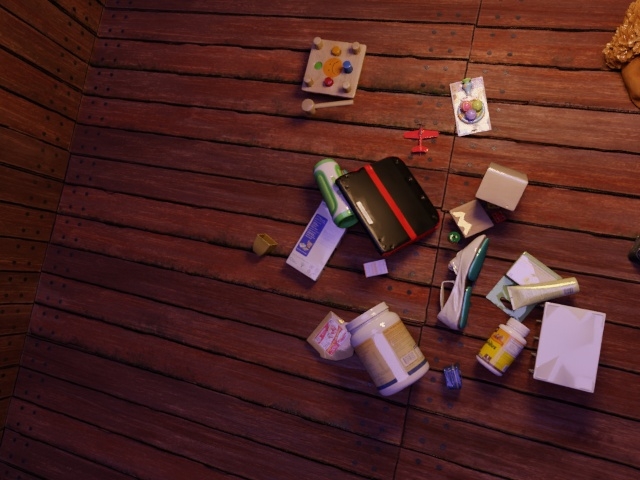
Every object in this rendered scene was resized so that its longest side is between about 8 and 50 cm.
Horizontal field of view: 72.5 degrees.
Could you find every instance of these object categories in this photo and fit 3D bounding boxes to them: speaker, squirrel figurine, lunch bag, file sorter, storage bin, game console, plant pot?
[{"bbox_3d":[0.067,-0.203,1.875,0.131,0.131,0.296,-27,65,10],"label":"speaker"},{"bbox_3d":[1.240,-0.700,1.556,0.281,0.370,0.397,-46,75,6],"label":"squirrel figurine"},{"bbox_3d":[0.534,0.545,1.752,0.065,0.067,0.098,-12,80,12],"label":"lunch bag"},{"bbox_3d":[0.901,0.384,1.622,0.193,0.173,0.277,11,86,16],"label":"file sorter"},{"bbox_3d":[1.256,0.016,1.620,0.122,0.084,0.180,30,91,15],"label":"storage bin"},{"bbox_3d":[0.287,-0.156,1.818,0.342,0.060,0.386,-26,76,-21],"label":"game console"},{"bbox_3d":[-0.264,0.027,2.011,0.081,0.081,0.083,38,106,15],"label":"plant pot"}]

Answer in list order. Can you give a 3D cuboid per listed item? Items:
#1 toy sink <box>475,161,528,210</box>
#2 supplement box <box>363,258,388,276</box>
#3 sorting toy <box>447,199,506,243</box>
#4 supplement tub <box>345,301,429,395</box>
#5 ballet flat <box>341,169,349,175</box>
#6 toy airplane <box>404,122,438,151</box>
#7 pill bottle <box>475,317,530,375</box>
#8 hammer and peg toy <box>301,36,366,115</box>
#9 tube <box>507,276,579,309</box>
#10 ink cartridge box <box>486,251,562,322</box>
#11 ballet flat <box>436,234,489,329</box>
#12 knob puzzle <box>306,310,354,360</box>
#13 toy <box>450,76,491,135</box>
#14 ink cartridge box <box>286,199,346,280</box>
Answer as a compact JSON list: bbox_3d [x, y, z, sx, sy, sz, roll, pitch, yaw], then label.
[{"bbox_3d":[0.719,-0.216,1.736,0.153,0.234,0.131,24,114,15],"label":"toy sink"},{"bbox_3d":[0.240,0.121,1.891,0.098,0.036,0.062,-12,81,13],"label":"supplement box"},{"bbox_3d":[0.624,-0.087,1.799,0.274,0.046,0.132,-23,69,-8],"label":"sorting toy"},{"bbox_3d":[0.260,0.429,1.752,0.228,0.228,0.316,-33,77,9],"label":"supplement tub"},{"bbox_3d":[0.158,-0.216,1.933,0.232,0.080,0.073,46,111,16],"label":"ballet flat"},{"bbox_3d":[0.436,-0.443,1.910,0.151,0.028,0.151,-2,83,16],"label":"toy airplane"},{"bbox_3d":[0.713,0.410,1.696,0.117,0.117,0.215,37,93,15],"label":"pill bottle"},{"bbox_3d":[0.055,-0.730,1.990,0.266,0.127,0.361,12,87,13],"label":"hammer and peg toy"},{"bbox_3d":[0.849,0.195,1.667,0.240,0.062,0.070,-16,40,15],"label":"tube"},{"bbox_3d":[0.804,0.187,1.732,0.171,0.056,0.235,40,92,14],"label":"ink cartridge box"},{"bbox_3d":[0.564,0.157,1.768,0.139,0.139,0.400,16,89,15],"label":"ballet flat"},{"bbox_3d":[0.067,0.434,1.903,0.213,0.030,0.213,-2,82,14],"label":"knob puzzle"},{"bbox_3d":[0.640,-0.579,1.859,0.137,0.056,0.237,-9,82,15],"label":"toy"},{"bbox_3d":[0.000,0.000,1.953,0.165,0.065,0.332,32,94,16],"label":"ink cartridge box"}]
